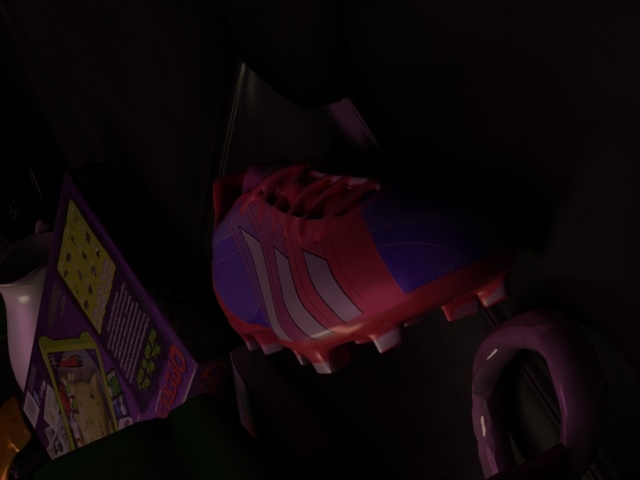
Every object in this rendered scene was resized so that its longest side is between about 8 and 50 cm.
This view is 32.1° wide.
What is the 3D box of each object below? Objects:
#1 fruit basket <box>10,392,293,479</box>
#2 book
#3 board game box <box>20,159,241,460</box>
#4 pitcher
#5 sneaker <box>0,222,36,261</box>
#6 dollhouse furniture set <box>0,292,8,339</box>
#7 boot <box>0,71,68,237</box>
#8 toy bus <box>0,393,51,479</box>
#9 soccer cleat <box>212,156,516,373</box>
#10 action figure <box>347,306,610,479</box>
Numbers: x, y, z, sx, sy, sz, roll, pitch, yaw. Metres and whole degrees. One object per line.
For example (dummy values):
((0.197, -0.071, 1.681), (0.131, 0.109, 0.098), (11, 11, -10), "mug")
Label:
((-0.038, 0.329, 0.710), (0.392, 0.283, 0.392), (157, 90, -79), "fruit basket")
((-0.028, 0.146, 0.788), (0.096, 0.035, 0.144), (53, 160, 32), "book")
((-0.178, 0.123, 0.965), (0.208, 0.056, 0.347), (55, 142, 27), "board game box")
((-0.273, 0.082, 1.200), (0.178, 0.125, 0.207), (-80, -24, -59), "pitcher")
((-0.366, 0.003, 1.395), (0.222, 0.083, 0.118), (58, 144, 24), "sneaker")
((-0.509, -0.025, 1.573), (0.197, 0.151, 0.301), (33, 143, 54), "dollhouse furniture set")
((-0.441, -0.084, 1.184), (0.348, 0.260, 0.131), (41, 150, 46), "boot")
((-0.319, 0.313, 1.216), (0.220, 0.211, 0.149), (48, 169, -20), "toy bus")
((0.000, 0.000, 0.485), (0.095, 0.083, 0.248), (70, 162, -1), "soccer cleat")
((0.118, 0.257, 0.405), (0.370, 0.276, 0.248), (37, 157, 13), "action figure")
